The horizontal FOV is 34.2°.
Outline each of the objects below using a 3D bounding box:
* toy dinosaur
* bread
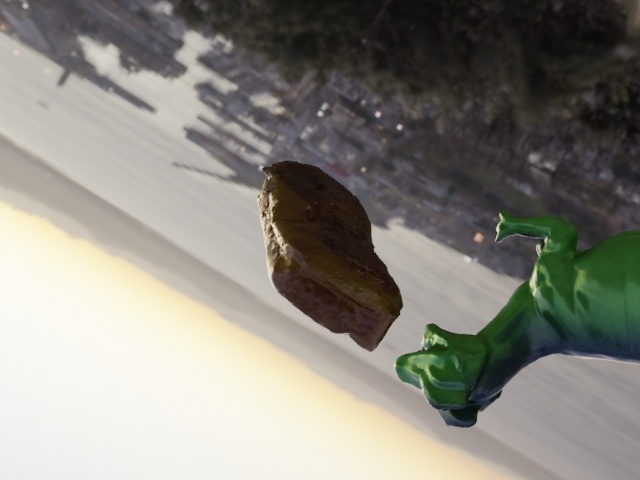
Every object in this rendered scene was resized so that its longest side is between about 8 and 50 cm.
[{"bbox_3d":[0.329,0.084,0.863,0.500,0.374,0.144,32,163,46],"label":"toy dinosaur"},{"bbox_3d":[-0.001,0.001,1.002,0.139,0.077,0.271,35,-166,-16],"label":"bread"}]
